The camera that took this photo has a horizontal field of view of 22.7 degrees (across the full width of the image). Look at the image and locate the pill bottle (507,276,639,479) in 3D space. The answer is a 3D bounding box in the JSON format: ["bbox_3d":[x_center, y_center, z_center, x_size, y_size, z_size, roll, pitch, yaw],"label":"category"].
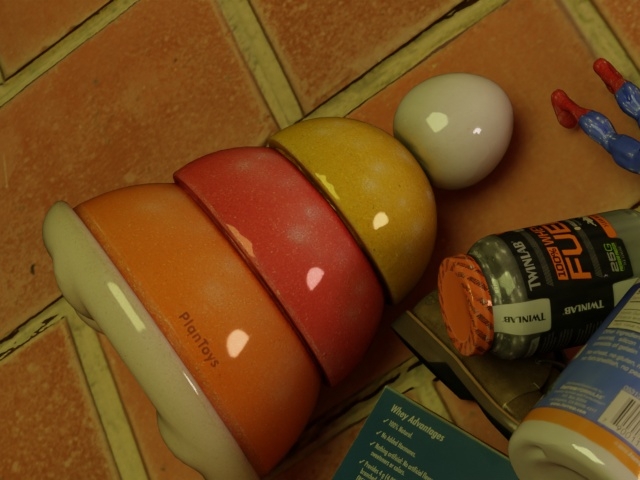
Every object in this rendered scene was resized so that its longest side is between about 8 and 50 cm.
[{"bbox_3d":[0.290,0.116,1.312,0.152,0.152,0.272,25,60,36],"label":"pill bottle"}]

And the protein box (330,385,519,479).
[{"bbox_3d":[0.110,0.276,1.443,0.200,0.136,0.201,28,86,37],"label":"protein box"}]

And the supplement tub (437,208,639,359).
[{"bbox_3d":[0.210,0.042,1.443,0.190,0.117,0.117,-11,57,-15],"label":"supplement tub"}]

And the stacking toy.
[{"bbox_3d":[0.000,0.000,1.584,0.480,0.350,0.350,-34,54,-8],"label":"stacking toy"}]

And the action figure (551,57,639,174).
[{"bbox_3d":[0.329,-0.059,1.490,0.091,0.139,0.280,-38,31,3],"label":"action figure"}]

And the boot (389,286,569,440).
[{"bbox_3d":[0.196,0.131,1.481,0.115,0.112,0.305,-42,51,-4],"label":"boot"}]
